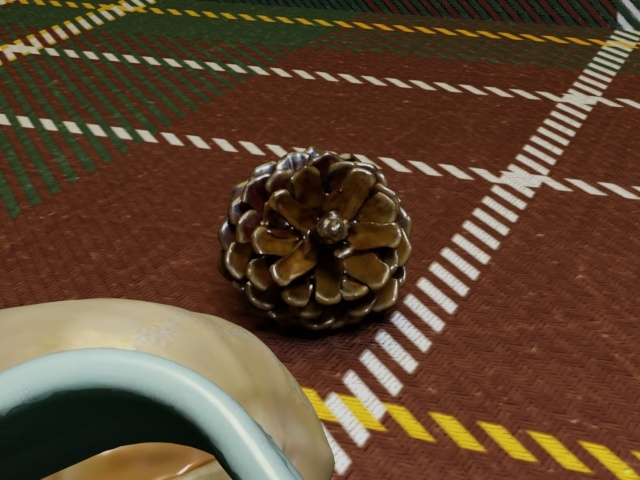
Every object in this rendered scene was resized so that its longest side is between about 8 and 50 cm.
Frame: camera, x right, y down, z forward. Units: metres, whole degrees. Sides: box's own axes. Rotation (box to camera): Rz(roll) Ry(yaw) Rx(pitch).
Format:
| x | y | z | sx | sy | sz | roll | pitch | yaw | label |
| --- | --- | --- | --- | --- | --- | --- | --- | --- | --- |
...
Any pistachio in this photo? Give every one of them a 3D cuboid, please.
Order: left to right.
| x | y | z | sx | sy | sz | roll | pitch | yaw | label |
| --- | --- | --- | --- | --- | --- | --- | --- | --- | --- |
| -0.144 | 0.149 | 0.750 | 0.309 | 0.229 | 0.230 | -7 | 24 | -3 | pistachio |

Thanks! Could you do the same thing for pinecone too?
| x | y | z | sx | sy | sz | roll | pitch | yaw | label |
| --- | --- | --- | --- | --- | --- | --- | --- | --- | --- |
| 0.001 | 0.002 | 1.118 | 0.186 | 0.168 | 0.212 | -24 | 16 | -14 | pinecone |

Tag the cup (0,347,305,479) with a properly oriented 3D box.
| x | y | z | sx | sy | sz | roll | pitch | yaw | label |
| --- | --- | --- | --- | --- | --- | --- | --- | --- | --- |
| -0.114 | 0.258 | 0.336 | 0.392 | 0.310 | 0.401 | -2 | 37 | 10 | cup |
